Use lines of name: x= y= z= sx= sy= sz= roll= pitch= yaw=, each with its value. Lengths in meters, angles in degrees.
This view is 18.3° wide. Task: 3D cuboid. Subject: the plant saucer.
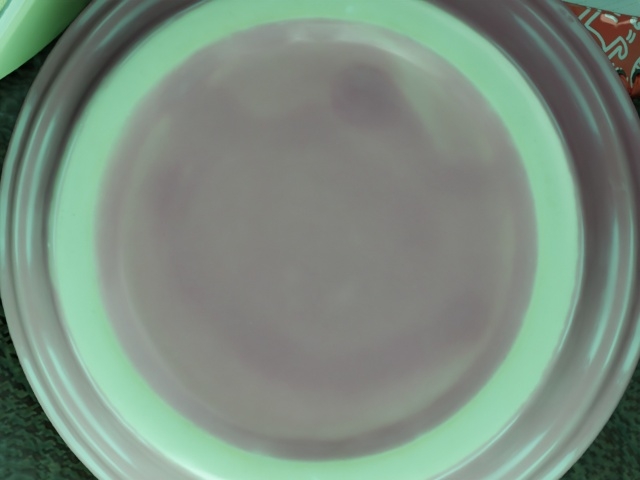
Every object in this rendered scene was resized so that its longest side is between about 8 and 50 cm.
plant saucer: x=0.000 y=0.000 z=0.966 sx=0.332 sy=0.084 sz=0.332 roll=0 pitch=91 yaw=5

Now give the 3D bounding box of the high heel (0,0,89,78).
high heel: x=-0.191 y=-0.205 z=1.064 sx=0.186 sy=0.093 sz=0.261 roll=27 pitch=72 yaw=8

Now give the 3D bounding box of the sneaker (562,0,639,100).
sneaker: x=0.141 y=-0.084 z=1.080 sx=0.270 sy=0.090 sz=0.145 roll=0 pitch=74 yaw=-18
